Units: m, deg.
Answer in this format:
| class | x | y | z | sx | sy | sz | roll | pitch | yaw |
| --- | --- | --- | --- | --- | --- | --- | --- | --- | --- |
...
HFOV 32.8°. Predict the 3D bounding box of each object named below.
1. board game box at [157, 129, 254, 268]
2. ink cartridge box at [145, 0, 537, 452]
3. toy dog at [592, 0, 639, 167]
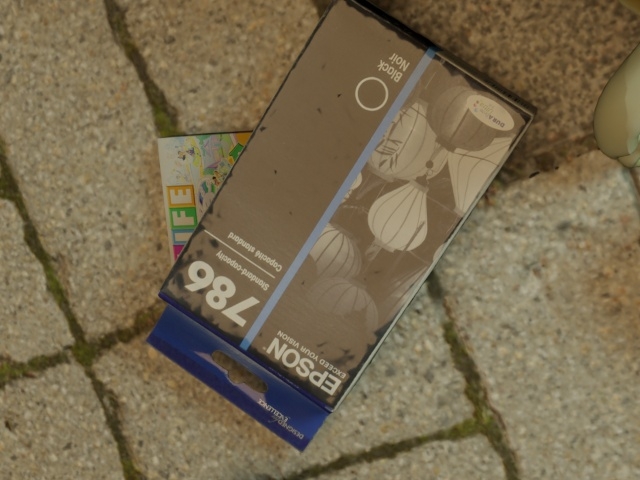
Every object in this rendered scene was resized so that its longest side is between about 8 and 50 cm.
| class | x | y | z | sx | sy | sz | roll | pitch | yaw |
| --- | --- | --- | --- | --- | --- | --- | --- | --- | --- |
| board game box | -0.073 | -0.010 | 0.876 | 0.103 | 0.026 | 0.154 | -2 | 100 | 23 |
| ink cartridge box | 0.000 | 0.000 | 0.807 | 0.165 | 0.065 | 0.332 | 33 | 107 | 5 |
| toy dog | 0.133 | -0.289 | 0.599 | 0.408 | 0.284 | 0.395 | 45 | 113 | 10 |
